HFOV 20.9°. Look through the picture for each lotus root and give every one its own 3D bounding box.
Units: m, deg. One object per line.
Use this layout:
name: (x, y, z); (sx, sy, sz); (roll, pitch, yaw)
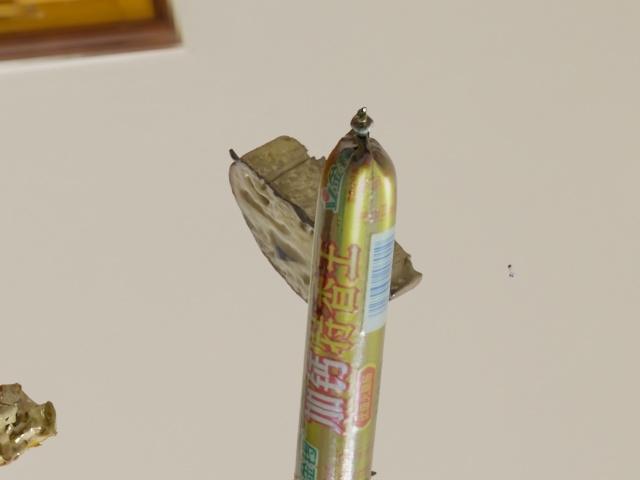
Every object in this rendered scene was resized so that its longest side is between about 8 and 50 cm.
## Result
lotus root: (0.000, 0.000, 1.896); (0.260, 0.074, 0.170); (47, -29, 21)

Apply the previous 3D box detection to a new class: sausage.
sausage: (0.026, 0.058, 1.514); (0.082, 0.082, 0.371); (40, -46, 50)

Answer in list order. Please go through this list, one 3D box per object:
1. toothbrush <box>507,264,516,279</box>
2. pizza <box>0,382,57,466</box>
toothbrush: (0.234, 0.038, 2.137); (0.097, 0.008, 0.006); (47, 54, -77)
pizza: (-0.415, 0.195, 1.524); (0.440, 0.406, 0.130); (-9, 77, -83)
